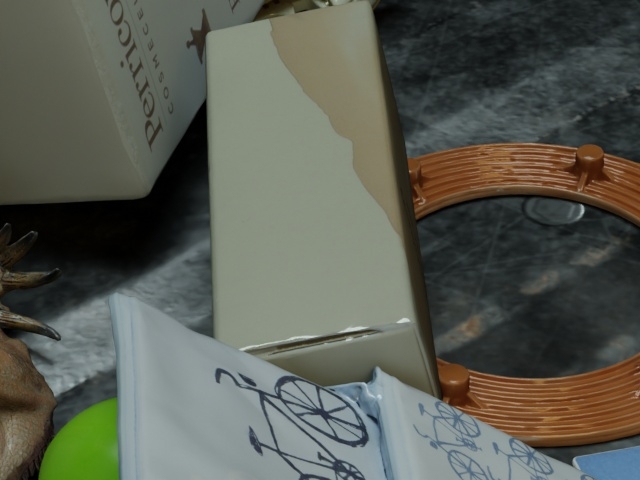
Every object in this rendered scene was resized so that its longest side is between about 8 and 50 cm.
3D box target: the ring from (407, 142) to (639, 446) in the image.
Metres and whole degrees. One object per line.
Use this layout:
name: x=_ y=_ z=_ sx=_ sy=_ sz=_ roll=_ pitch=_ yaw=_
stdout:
ring: x=0.145 y=0.020 z=1.318 sx=0.336 sy=0.032 sz=0.336 roll=-2 pitch=37 yaw=2

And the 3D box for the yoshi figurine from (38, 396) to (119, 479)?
yoshi figurine: x=-0.046 y=0.188 z=0.985 sx=0.362 sy=0.203 sz=0.203 roll=21 pitch=29 yaw=31

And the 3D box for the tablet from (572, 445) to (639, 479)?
tablet: x=0.203 y=0.145 z=1.164 sx=0.083 sy=0.006 sz=0.054 roll=-8 pitch=33 yaw=-10

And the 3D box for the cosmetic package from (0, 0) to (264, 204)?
cosmetic package: x=-0.251 y=-0.263 z=1.415 sx=0.327 sy=0.329 sz=0.394 roll=-2 pitch=37 yaw=22

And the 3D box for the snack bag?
snack bag: x=0.045 y=0.142 z=0.930 sx=0.342 sy=0.037 sz=0.323 roll=25 pitch=16 yaw=-15

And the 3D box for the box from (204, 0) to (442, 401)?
box: x=0.000 y=0.000 z=1.216 sx=0.121 sy=0.148 sz=0.311 roll=-11 pitch=45 yaw=5

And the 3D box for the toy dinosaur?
toy dinosaur: x=-0.230 y=0.079 z=1.198 sx=0.200 sy=0.127 sz=0.296 roll=15 pitch=35 yaw=-53

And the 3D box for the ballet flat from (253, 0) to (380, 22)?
ballet flat: x=-0.017 y=-0.189 z=1.580 sx=0.232 sy=0.080 sz=0.073 roll=-24 pitch=50 yaw=-13
